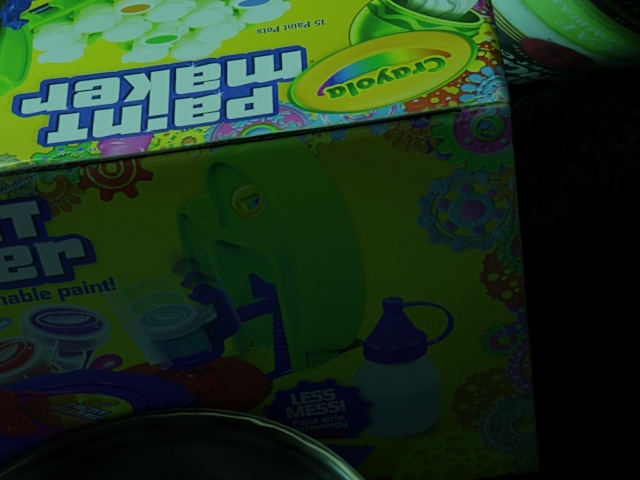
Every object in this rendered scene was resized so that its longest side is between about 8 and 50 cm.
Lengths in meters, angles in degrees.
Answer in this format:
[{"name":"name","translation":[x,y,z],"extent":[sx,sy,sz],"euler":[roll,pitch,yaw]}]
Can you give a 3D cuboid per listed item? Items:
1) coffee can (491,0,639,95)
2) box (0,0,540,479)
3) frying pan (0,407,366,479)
[{"name":"coffee can","translation":[0.157,-0.189,0.861],"extent":[0.201,0.201,0.275],"euler":[-43,13,-17]},{"name":"box","translation":[-0.080,-0.051,0.648],"extent":[0.290,0.177,0.279],"euler":[-7,42,4]},{"name":"frying pan","translation":[-0.116,0.171,0.505],"extent":[0.326,0.053,0.197],"euler":[-28,47,1]}]
